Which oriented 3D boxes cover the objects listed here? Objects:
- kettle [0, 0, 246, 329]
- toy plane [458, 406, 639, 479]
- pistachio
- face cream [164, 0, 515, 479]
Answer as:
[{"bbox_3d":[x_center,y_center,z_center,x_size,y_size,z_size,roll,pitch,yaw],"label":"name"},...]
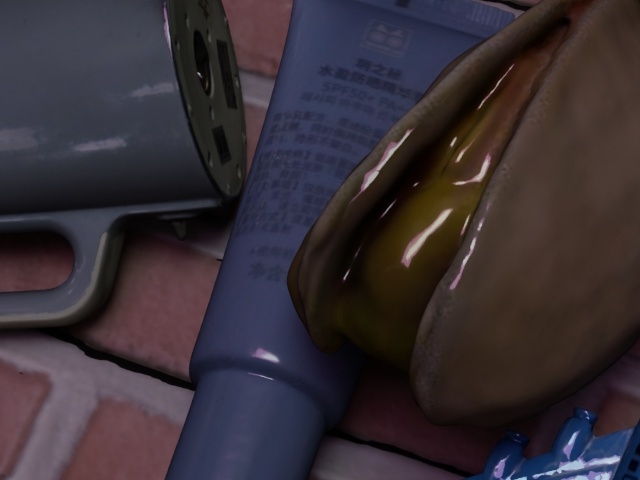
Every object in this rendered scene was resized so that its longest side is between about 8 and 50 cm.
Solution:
[{"bbox_3d":[-0.173,-0.053,0.920,0.243,0.160,0.210,-11,90,10],"label":"kettle"},{"bbox_3d":[0.154,0.154,0.773,0.254,0.105,0.271,24,67,18],"label":"toy plane"},{"bbox_3d":[0.108,-0.024,0.808,0.166,0.197,0.288,24,39,21],"label":"pistachio"},{"bbox_3d":[0.000,0.000,0.889,0.135,0.086,0.385,17,61,4],"label":"face cream"}]
